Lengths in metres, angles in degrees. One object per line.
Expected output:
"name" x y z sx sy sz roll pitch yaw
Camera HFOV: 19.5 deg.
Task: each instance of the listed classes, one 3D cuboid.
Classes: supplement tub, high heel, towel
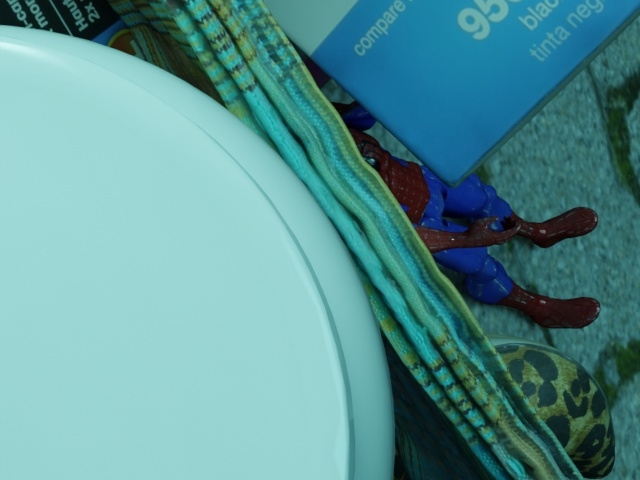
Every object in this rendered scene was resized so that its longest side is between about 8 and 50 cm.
"supplement tub" -0.099 0.065 0.584 0.325 0.235 0.235 115 -35 -83
"high heel" 0.066 0.131 0.998 0.261 0.093 0.186 37 62 -39
"towel" 0.000 0.000 0.751 0.040 0.271 0.370 -36 106 -6

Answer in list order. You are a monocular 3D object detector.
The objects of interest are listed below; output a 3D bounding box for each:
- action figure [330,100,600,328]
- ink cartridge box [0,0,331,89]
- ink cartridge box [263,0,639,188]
"action figure" 0.088 -0.026 1.028 0.280 0.139 0.091 19 63 -43
"ink cartridge box" -0.115 -0.088 0.863 0.371 0.069 0.176 -45 112 -44
"ink cartridge box" 0.017 -0.265 0.886 0.395 0.166 0.285 42 44 -3
